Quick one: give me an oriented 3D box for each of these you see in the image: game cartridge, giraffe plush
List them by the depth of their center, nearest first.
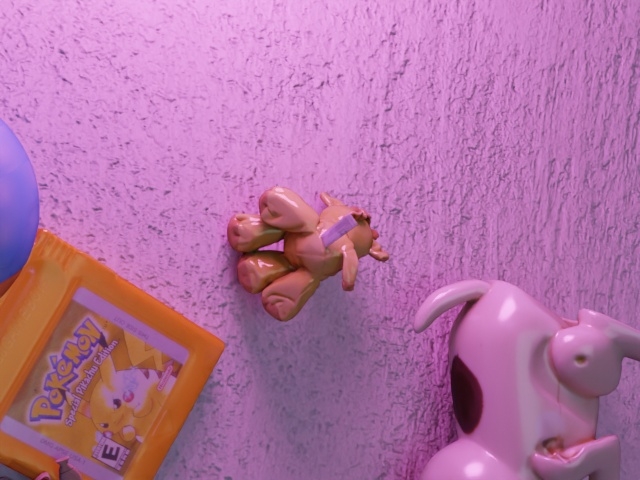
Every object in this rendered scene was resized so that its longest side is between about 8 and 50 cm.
[{"bbox_3d":[-0.317,0.178,1.701,0.324,0.053,0.285,35,75,-28],"label":"game cartridge"},{"bbox_3d":[0.000,0.000,1.832,0.170,0.210,0.181,-20,92,-62],"label":"giraffe plush"}]

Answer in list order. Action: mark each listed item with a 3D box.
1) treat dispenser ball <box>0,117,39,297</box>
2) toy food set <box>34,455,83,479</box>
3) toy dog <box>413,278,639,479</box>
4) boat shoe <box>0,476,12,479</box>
[{"bbox_3d":[-0.462,-0.036,1.467,0.288,0.288,0.288,-2,93,-31],"label":"treat dispenser ball"},{"bbox_3d":[-0.329,0.341,1.672,0.078,0.019,0.122,-27,117,-7],"label":"toy food set"},{"bbox_3d":[0.289,0.287,1.937,0.395,0.284,0.408,25,82,-29],"label":"toy dog"},{"bbox_3d":[-0.377,0.342,1.681,0.035,0.035,0.100,-47,113,-21],"label":"boat shoe"}]
